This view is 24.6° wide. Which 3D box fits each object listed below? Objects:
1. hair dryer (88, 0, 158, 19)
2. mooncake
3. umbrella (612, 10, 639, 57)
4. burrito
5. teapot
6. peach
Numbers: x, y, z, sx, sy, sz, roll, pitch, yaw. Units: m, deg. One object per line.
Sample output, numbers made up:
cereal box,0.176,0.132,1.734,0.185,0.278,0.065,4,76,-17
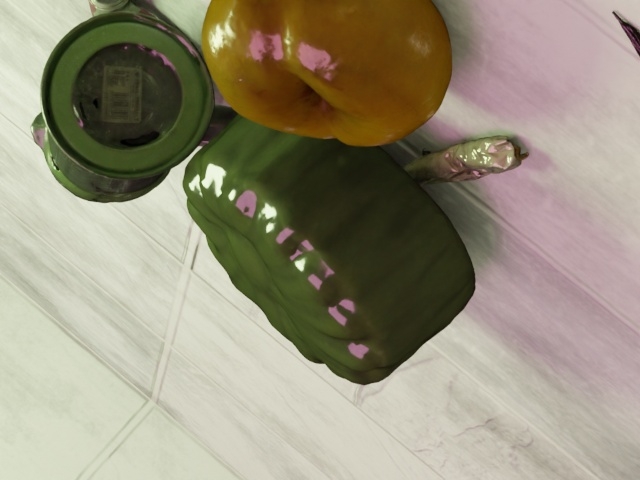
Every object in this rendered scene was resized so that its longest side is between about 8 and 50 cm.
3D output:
hair dryer,-0.222,-0.266,1.849,0.154,0.054,0.106,32,161,11
mooncake,0.000,0.000,1.719,0.356,0.194,0.356,42,166,13
umbrella,0.296,-0.154,1.281,0.122,0.022,0.013,54,-178,-1
burrito,0.152,-0.083,1.589,0.045,0.041,0.185,51,154,-15
teapot,-0.230,-0.152,1.868,0.270,0.200,0.337,1,174,-12
peach,0.008,-0.182,1.449,0.251,0.153,0.251,14,152,8
